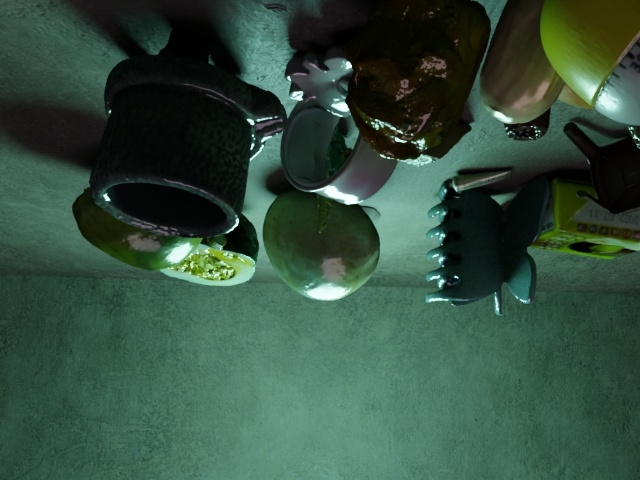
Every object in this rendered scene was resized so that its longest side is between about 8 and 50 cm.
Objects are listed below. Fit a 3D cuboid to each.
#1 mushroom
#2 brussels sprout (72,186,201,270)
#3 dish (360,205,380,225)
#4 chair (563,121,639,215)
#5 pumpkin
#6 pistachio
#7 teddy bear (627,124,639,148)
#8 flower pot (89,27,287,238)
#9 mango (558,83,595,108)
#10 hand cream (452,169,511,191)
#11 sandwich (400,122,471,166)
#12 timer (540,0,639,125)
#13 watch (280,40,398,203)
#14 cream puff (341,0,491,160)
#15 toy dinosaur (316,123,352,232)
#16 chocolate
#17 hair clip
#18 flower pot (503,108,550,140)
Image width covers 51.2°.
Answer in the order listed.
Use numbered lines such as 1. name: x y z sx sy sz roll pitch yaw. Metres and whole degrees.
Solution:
1. mushroom: 0.000 0.000 1.812 0.352 0.260 0.352 23 143 19
2. brussels sprout: -0.433 -0.071 1.640 0.343 0.268 0.344 21 178 1
3. dish: 0.087 -0.050 2.009 0.190 0.066 0.191 2 167 0
4. chair: 0.660 -0.136 1.368 0.183 0.176 0.326 -20 150 36
5. pumpkin: -0.327 -0.009 1.979 0.292 0.197 0.263 16 149 -23
6. pistachio: 0.291 -0.254 0.902 0.117 0.145 0.201 5 122 -25
7. teddy bear: 0.566 -0.245 1.053 0.190 0.140 0.177 -17 -159 28
8. flower pot: -0.206 -0.171 1.094 0.298 0.283 0.299 5 158 2
9. mango: 0.392 -0.262 1.032 0.141 0.102 0.217 -2 165 42
10. hand cream: 0.394 -0.152 1.631 0.143 0.039 0.061 -10 164 11
11. sandwich: 0.181 -0.205 1.322 0.257 0.096 0.094 10 169 -23
12. timer: 0.339 -0.290 0.726 0.284 0.286 0.285 2 166 0
13. watch: 0.035 -0.190 1.107 0.196 0.232 0.244 18 162 -41
14. cream puff: 0.132 -0.234 0.911 0.244 0.196 0.244 -36 166 -11
15. toy dinosaur: 0.010 -0.138 1.348 0.094 0.259 0.153 -7 137 25
16. chocolate: 0.685 -0.048 1.708 0.288 0.137 0.301 9 170 0
17. hair clip: 0.412 0.020 1.755 0.238 0.319 0.392 5 168 -4
18. flower pot: 0.365 -0.230 1.186 0.111 0.089 0.111 2 167 0
